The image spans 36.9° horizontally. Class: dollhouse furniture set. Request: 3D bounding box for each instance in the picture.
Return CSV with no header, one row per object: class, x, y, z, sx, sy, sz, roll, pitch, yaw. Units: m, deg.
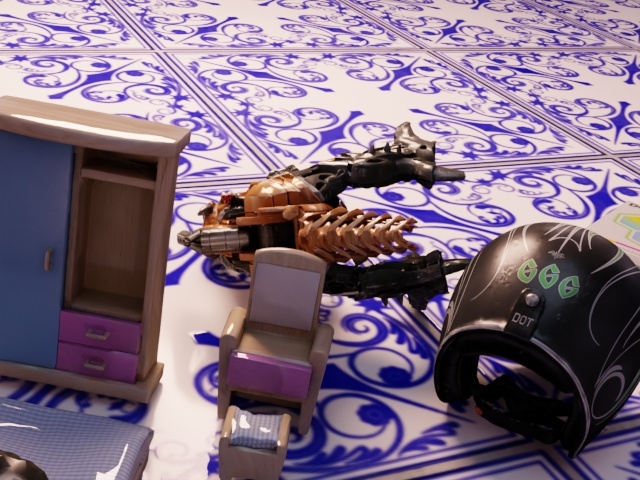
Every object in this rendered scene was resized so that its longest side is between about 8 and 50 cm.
dollhouse furniture set,-0.139,0.061,0.563,0.286,0.198,0.303,10,21,2

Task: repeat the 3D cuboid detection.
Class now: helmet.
helmet,0.176,0.067,0.737,0.169,0.169,0.161,21,46,25

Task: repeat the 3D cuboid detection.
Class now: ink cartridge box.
ink cartridge box,0.339,0.015,0.979,0.109,0.062,0.209,25,31,32

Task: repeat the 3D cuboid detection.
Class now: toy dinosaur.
toy dinosaur,0.000,0.000,0.806,0.218,0.164,0.322,-6,25,-22

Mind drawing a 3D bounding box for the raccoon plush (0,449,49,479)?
raccoon plush,-0.147,0.271,0.268,0.446,0.216,0.299,-35,56,-25
